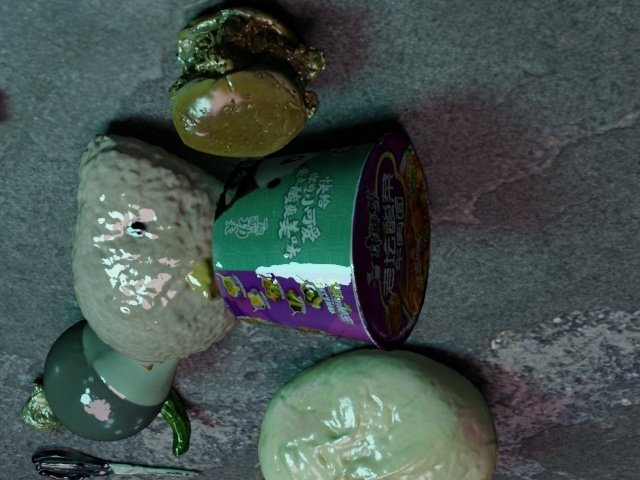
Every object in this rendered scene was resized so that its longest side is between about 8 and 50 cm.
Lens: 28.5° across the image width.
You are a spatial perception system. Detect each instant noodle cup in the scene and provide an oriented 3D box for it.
[{"bbox_3d":[0.000,0.000,1.463,0.190,0.251,0.251,1,144,24],"label":"instant noodle cup"}]

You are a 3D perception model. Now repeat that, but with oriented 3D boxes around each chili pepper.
[{"bbox_3d":[-0.249,0.260,1.975,0.050,0.073,0.182,-25,131,4],"label":"chili pepper"}]

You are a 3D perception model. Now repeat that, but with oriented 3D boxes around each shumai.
[{"bbox_3d":[-0.428,0.257,2.004,0.083,0.082,0.080,3,150,-37],"label":"shumai"}]

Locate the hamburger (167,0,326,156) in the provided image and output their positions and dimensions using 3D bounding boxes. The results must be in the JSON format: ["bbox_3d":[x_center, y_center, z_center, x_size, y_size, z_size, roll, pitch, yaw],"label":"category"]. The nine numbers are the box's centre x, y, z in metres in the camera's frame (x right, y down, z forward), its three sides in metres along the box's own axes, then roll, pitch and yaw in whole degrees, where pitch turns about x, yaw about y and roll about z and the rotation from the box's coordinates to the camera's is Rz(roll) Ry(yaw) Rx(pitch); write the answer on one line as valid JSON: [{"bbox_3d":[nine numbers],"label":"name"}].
[{"bbox_3d":[-0.073,-0.163,1.333,0.184,0.131,0.159,-19,139,26],"label":"hamburger"}]

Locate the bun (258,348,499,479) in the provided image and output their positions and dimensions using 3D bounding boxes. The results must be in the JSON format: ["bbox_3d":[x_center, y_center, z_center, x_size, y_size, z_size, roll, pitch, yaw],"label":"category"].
[{"bbox_3d":[0.084,0.324,1.887,0.361,0.213,0.361,5,141,4],"label":"bun"}]

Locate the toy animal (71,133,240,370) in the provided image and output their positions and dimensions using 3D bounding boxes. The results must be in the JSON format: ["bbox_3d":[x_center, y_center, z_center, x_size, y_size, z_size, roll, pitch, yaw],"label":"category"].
[{"bbox_3d":[-0.193,0.037,1.566,0.226,0.188,0.358,9,135,3],"label":"toy animal"}]

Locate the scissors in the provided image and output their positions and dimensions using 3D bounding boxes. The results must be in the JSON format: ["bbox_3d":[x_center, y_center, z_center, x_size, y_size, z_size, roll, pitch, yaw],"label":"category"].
[{"bbox_3d":[-0.360,0.405,2.230,0.300,0.022,0.109,4,147,4],"label":"scissors"}]

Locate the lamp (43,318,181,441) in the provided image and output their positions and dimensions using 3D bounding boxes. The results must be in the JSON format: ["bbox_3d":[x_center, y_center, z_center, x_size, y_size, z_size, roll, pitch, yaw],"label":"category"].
[{"bbox_3d":[-0.256,0.174,1.770,0.313,0.182,0.182,-25,133,35],"label":"lamp"}]
